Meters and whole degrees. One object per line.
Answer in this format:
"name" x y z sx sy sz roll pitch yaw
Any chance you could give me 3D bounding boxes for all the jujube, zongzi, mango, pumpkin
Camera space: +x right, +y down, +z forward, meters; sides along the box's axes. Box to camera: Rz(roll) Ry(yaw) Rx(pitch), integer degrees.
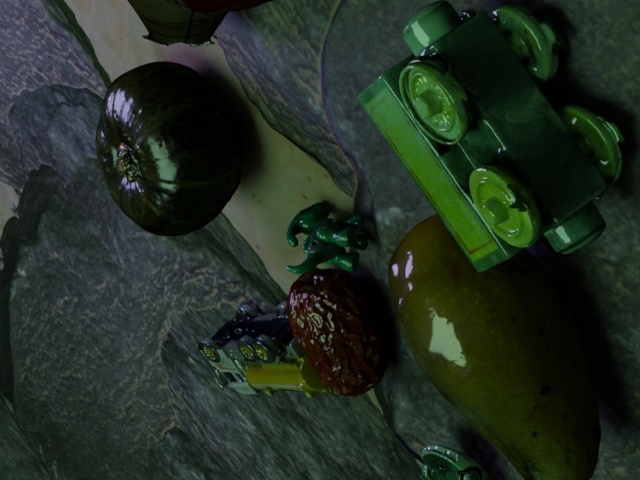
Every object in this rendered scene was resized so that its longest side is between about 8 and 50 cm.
"jujube" 0.025 0.114 2.070 0.112 0.109 0.176 -103 -10 -57
"zongzi" -0.084 -0.301 1.842 0.289 0.123 0.260 -1 162 11
"mango" 0.197 0.116 1.741 0.329 0.176 0.175 47 160 -14
"pumpkin" -0.190 -0.116 2.097 0.223 0.157 0.224 23 120 46

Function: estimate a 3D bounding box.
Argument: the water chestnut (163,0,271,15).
"water chestnut" -0.077 -0.392 1.540 0.350 0.302 0.350 -4 -90 -85

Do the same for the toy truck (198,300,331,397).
"toy truck" -0.063 0.155 2.242 0.227 0.098 0.114 -6 121 56

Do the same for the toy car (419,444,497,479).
"toy car" 0.193 0.314 2.064 0.093 0.058 0.186 7 137 53

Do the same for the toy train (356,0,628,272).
"toy train" 0.165 -0.100 1.590 0.272 0.159 0.188 55 157 -1

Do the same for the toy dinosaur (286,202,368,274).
"toy dinosaur" 0.000 0.000 1.980 0.096 0.132 0.059 7 128 25
